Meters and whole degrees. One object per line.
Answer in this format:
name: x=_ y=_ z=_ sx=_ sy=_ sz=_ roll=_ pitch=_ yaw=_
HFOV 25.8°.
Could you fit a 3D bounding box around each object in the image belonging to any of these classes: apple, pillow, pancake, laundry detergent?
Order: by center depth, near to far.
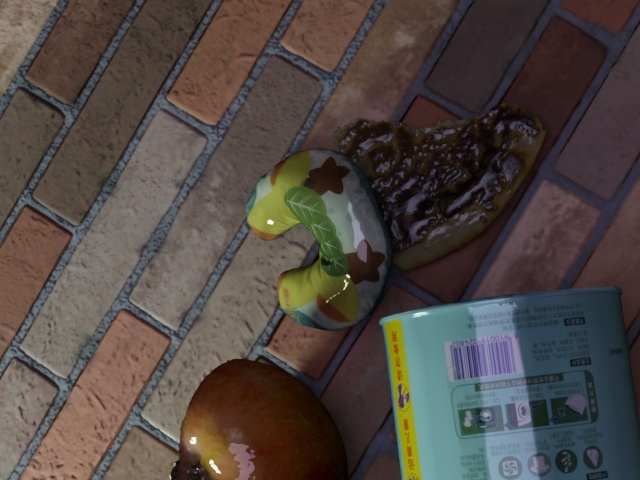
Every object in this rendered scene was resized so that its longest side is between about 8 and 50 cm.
laundry detergent: x=0.225 y=0.223 z=1.600 sx=0.287 sy=0.287 sz=0.305 roll=-8 pitch=82 yaw=13
apple: x=-0.062 y=0.298 z=1.683 sx=0.163 sy=0.251 sz=0.293 roll=8 pitch=87 yaw=24
pillow: x=0.000 y=0.000 z=1.767 sx=0.214 sy=0.086 sz=0.233 roll=-30 pitch=78 yaw=44
pancake: x=0.131 y=-0.095 z=1.788 sx=0.244 sy=0.057 sz=0.266 roll=36 pitch=90 yaw=23
